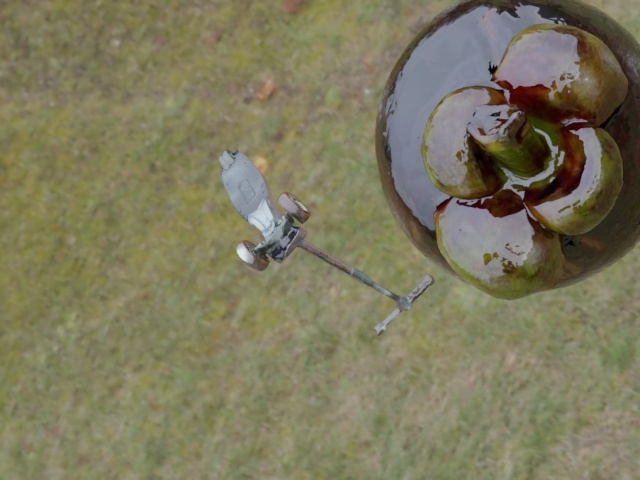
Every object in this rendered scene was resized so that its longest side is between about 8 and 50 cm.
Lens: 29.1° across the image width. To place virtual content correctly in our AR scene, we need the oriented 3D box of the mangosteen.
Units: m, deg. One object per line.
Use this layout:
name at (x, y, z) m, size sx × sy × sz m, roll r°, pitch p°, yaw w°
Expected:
mangosteen at (0.196, -0.092, 1.204) m, size 0.307 × 0.307 × 0.347 m, roll -51°, pitch 1°, yaw 14°

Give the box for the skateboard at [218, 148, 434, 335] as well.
skateboard at (0.000, 0.000, 0.464) m, size 0.032 × 0.083 × 0.064 m, roll -49°, pitch 36°, yaw 12°
